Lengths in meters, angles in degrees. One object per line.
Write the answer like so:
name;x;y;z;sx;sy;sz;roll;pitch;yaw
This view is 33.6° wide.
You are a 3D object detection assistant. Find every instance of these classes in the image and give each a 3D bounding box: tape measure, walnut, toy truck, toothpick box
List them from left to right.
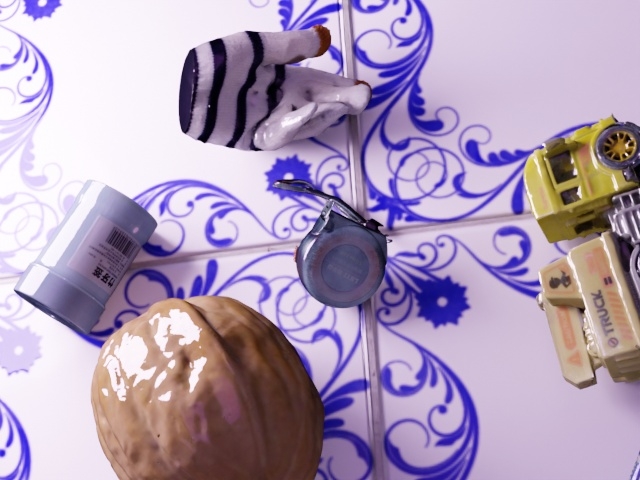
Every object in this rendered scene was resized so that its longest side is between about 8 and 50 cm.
toothpick box;-0.269;0.020;1.223;0.101;0.101;0.153;25;73;21
walnut;-0.114;0.169;1.067;0.225;0.225;0.261;-34;60;-4
tape measure;0.003;0.001;1.213;0.107;0.104;0.180;-61;32;8
toy truck;0.293;0.019;1.099;0.157;0.124;0.272;-19;67;14

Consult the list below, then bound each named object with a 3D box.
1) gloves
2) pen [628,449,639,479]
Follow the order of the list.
gloves;-0.051;-0.171;1.263;0.218;0.131;0.140;4;62;-20
pen;0.304;0.261;1.040;0.025;0.025;0.204;21;73;19
